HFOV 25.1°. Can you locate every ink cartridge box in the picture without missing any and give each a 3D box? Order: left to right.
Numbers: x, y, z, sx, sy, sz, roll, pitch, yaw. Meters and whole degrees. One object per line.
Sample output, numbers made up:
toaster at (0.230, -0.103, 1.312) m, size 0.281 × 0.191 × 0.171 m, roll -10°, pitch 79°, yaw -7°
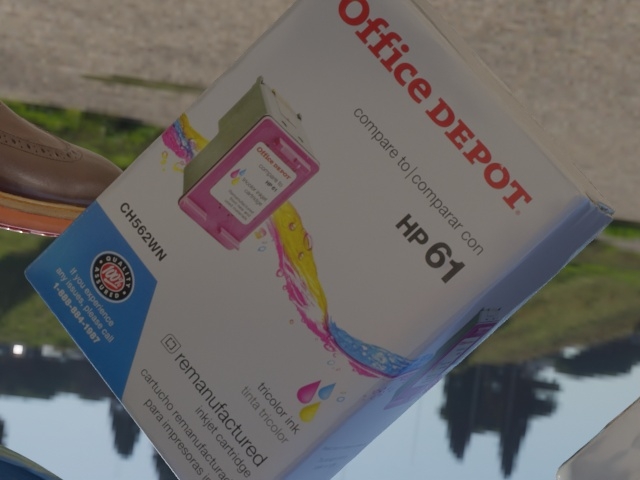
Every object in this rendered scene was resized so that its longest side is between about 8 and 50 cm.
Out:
ink cartridge box at (0.000, 0.000, 0.368) m, size 0.088 × 0.122 × 0.052 m, roll 49°, pitch -170°, yaw 17°

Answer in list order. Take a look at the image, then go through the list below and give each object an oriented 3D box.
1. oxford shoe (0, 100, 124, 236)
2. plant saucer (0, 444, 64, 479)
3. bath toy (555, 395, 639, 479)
oxford shoe at (-0.238, -0.093, 0.840) m, size 0.130 × 0.133 × 0.363 m, roll 13°, pitch 173°, yaw 43°
plant saucer at (-0.148, 0.087, 0.370) m, size 0.195 × 0.037 × 0.195 m, roll -11°, pitch 142°, yaw -9°
bath toy at (0.220, 0.104, 0.698) m, size 0.129 × 0.151 × 0.348 m, roll 50°, pitch -161°, yaw 13°
